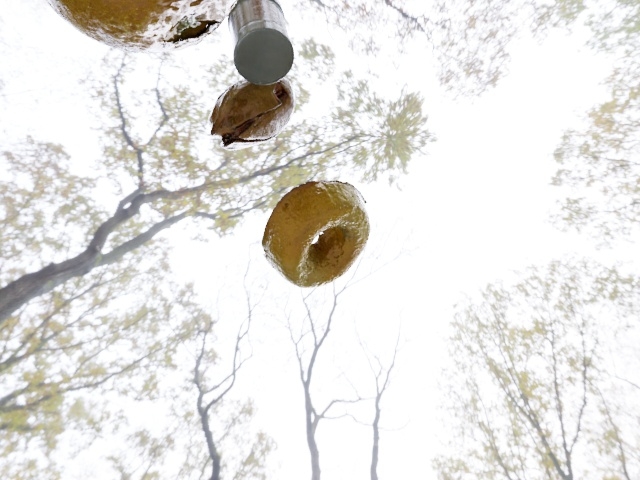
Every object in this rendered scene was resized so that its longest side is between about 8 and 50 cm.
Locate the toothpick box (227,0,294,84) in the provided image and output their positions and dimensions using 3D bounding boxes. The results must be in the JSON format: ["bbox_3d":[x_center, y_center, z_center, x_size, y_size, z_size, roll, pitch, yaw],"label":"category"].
[{"bbox_3d":[-0.102,-0.344,0.893,0.101,0.153,0.101,-8,-42,-7],"label":"toothpick box"}]

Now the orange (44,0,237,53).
[{"bbox_3d":[-0.217,-0.355,0.620,0.274,0.274,0.274,1,-79,7],"label":"orange"}]

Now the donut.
[{"bbox_3d":[0.000,0.000,0.771,0.162,0.065,0.178,-11,-47,-23],"label":"donut"}]

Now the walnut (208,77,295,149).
[{"bbox_3d":[-0.140,-0.267,1.103,0.137,0.245,0.137,31,-37,27],"label":"walnut"}]
